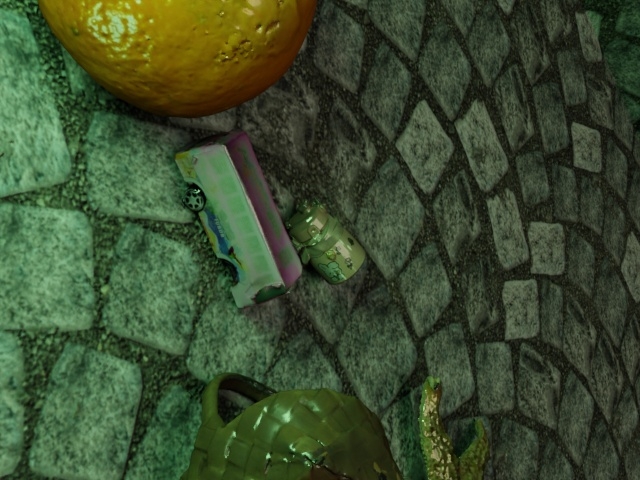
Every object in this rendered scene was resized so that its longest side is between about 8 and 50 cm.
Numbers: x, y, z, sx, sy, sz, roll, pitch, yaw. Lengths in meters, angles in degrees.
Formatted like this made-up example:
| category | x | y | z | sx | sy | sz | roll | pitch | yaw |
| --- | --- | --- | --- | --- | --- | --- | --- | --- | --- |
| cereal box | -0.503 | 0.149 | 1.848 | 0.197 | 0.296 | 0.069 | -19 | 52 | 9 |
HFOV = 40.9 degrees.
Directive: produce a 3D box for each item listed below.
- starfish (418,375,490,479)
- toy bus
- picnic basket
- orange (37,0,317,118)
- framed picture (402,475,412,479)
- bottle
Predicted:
| category | x | y | z | sx | sy | sz | roll | pitch | yaw |
| --- | --- | --- | --- | --- | --- | --- | --- | --- | --- |
| starfish | 0.286 | 0.491 | 1.742 | 0.324 | 0.082 | 0.432 | 11 | 76 | -54 |
| toy bus | -0.125 | -0.030 | 1.335 | 0.090 | 0.112 | 0.274 | -45 | 118 | -52 |
| picnic basket | -0.065 | 0.322 | 1.260 | 0.293 | 0.337 | 0.337 | 35 | 58 | -34 |
| orange | -0.180 | -0.382 | 1.154 | 0.424 | 0.326 | 0.424 | 8 | 80 | -49 |
| framed picture | 0.119 | 0.573 | 1.547 | 0.231 | 0.018 | 0.293 | 19 | 57 | -47 |
| bottle | 0.000 | -0.001 | 1.496 | 0.152 | 0.099 | 0.099 | 47 | 51 | -26 |
